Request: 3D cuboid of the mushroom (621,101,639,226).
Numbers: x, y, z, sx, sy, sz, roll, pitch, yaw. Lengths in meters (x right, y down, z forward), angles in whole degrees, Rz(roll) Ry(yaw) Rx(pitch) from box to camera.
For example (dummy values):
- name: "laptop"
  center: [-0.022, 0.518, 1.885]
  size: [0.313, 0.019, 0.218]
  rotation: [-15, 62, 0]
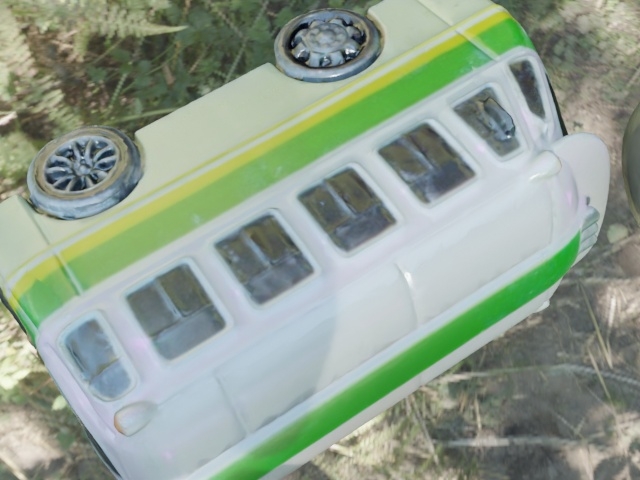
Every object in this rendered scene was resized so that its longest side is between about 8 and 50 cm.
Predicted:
- name: "mushroom"
  center: [0.214, -0.042, 0.466]
  size: [0.117, 0.188, 0.141]
  rotation: [-6, 83, 42]

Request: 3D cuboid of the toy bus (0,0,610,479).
- name: "toy bus"
  center: [0.000, 0.000, 0.490]
  size: [0.305, 0.179, 0.143]
  rotation: [-31, 142, -15]
